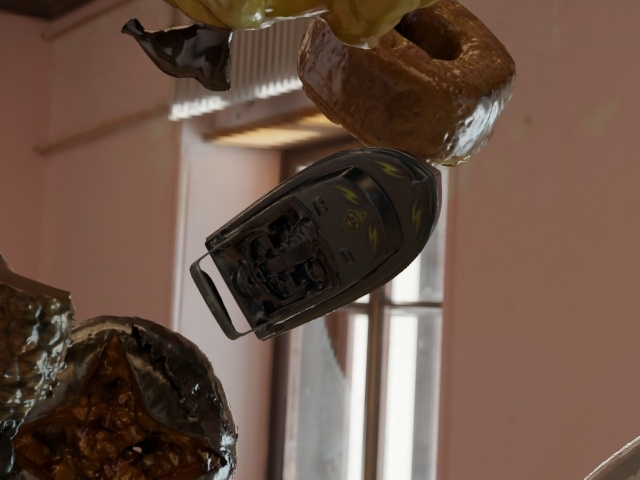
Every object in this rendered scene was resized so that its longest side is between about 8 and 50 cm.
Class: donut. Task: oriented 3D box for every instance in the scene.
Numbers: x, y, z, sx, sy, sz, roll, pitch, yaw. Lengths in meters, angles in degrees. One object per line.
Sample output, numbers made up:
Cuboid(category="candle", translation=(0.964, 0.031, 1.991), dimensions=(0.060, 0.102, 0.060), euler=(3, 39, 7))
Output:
Cuboid(category="donut", translation=(0.085, -0.166, 1.127), dimensions=(0.226, 0.226, 0.114), euler=(6, 135, -30))

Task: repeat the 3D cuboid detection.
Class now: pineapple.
Cuboid(category="pineapple", translation=(-0.286, 0.144, 0.939), dimensions=(0.128, 0.248, 0.128), euler=(17, 178, 1))

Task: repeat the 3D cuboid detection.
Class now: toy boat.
Cuboid(category="toy boat", translation=(0.000, 0.000, 0.766), dimensions=(0.103, 0.093, 0.246), euler=(-29, 180, -38))

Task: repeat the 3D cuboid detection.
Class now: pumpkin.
Cuboid(category="pumpkin", translation=(-0.250, 0.249, 1.383), dimensions=(0.320, 0.320, 0.192), euler=(3, 170, -4))

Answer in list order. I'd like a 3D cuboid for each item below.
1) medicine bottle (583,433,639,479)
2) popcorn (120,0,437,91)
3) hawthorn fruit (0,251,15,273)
Cuboid(category="medicine bottle", translation=(0.390, 0.211, 0.962), dimensions=(0.219, 0.219, 0.388), euler=(5, 145, -22))
Cuboid(category="popcorn", translation=(-0.032, -0.260, 0.678), dimensions=(0.297, 0.316, 0.281), euler=(-16, 157, -21))
Cuboid(category="hawthorn fruit", translation=(-0.480, 0.081, 1.255), dimensions=(0.308, 0.308, 0.325), euler=(1, 149, 18))
